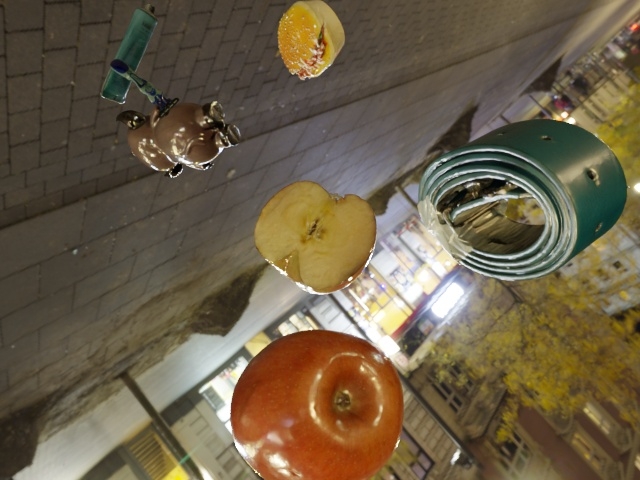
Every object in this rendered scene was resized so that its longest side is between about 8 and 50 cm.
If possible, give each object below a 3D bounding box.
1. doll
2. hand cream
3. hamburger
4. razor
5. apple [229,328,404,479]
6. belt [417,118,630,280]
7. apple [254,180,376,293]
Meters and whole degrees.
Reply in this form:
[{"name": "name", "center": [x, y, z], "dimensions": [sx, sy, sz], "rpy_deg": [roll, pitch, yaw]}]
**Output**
[{"name": "doll", "center": [-0.300, -0.218, 0.977], "dimensions": [0.257, 0.182, 0.117], "rpy_deg": [-5, -134, 32]}, {"name": "hand cream", "center": [-0.418, -0.413, 1.029], "dimensions": [0.224, 0.048, 0.083], "rpy_deg": [-62, 172, 9]}, {"name": "hamburger", "center": [-0.045, -0.680, 1.584], "dimensions": [0.151, 0.227, 0.295], "rpy_deg": [-38, -168, -15]}, {"name": "razor", "center": [-0.300, -0.263, 0.768], "dimensions": [0.044, 0.155, 0.028], "rpy_deg": [-48, 164, -8]}, {"name": "apple", "center": [0.002, 0.259, 0.725], "dimensions": [0.206, 0.272, 0.251], "rpy_deg": [-49, -152, 43]}, {"name": "belt", "center": [0.388, -0.076, 0.976], "dimensions": [0.173, 0.300, 0.436], "rpy_deg": [-27, -174, -16]}, {"name": "apple", "center": [0.000, 0.000, 1.157], "dimensions": [0.251, 0.293, 0.163], "rpy_deg": [-55, 160, -8]}]
